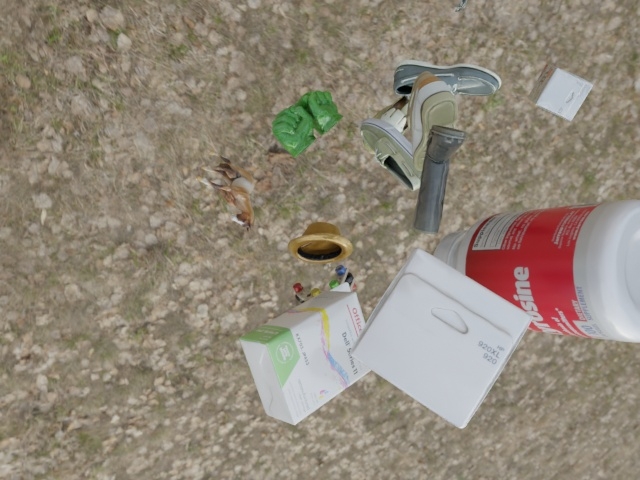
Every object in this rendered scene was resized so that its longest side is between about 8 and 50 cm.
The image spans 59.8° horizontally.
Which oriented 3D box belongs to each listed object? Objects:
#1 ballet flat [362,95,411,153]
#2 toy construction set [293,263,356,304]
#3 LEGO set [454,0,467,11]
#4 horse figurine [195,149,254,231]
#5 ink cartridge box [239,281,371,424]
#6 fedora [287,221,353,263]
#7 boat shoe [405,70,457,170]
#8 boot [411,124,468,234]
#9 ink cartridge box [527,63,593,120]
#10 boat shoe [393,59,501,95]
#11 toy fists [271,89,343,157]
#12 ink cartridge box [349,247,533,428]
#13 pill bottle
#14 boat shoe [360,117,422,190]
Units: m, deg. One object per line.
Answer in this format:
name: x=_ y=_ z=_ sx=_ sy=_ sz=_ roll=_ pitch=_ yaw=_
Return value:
ballet flat: x=0.280 y=-0.434 z=1.905 sx=0.348 sy=0.123 sz=0.123 roll=-43 pitch=131 yaw=-19
toy construction set: x=0.017 y=0.198 z=2.117 sx=0.258 sy=0.237 sz=0.308 roll=0 pitch=119 yaw=1
LEGO set: x=0.377 y=-0.622 z=1.454 sx=0.023 sy=0.054 sz=0.083 roll=39 pitch=79 yaw=2
horse figurine: x=-0.233 y=-0.146 z=1.451 sx=0.175 sy=0.263 sz=0.066 roll=30 pitch=114 yaw=-17
ink cartridge box: x=0.006 y=0.252 z=1.336 sx=0.354 sy=0.119 sz=0.207 roll=-26 pitch=103 yaw=-38
fedora: x=0.000 y=0.000 z=1.622 sx=0.194 sy=0.079 sz=0.194 roll=3 pitch=151 yaw=2
boat shoe: x=0.266 y=-0.280 z=1.336 sx=0.113 sy=0.103 sz=0.302 roll=-17 pitch=155 yaw=-4
boot: x=0.227 y=-0.116 z=1.102 sx=0.076 sy=0.189 sz=0.208 roll=16 pitch=96 yaw=6
ink cartridge box: x=0.765 y=-0.478 z=1.787 sx=0.127 sy=0.176 sz=0.128 roll=25 pitch=113 yaw=0
boat shoe: x=0.374 y=-0.465 z=1.676 sx=0.116 sy=0.320 sz=0.099 roll=72 pitch=34 yaw=-63
toy fists: x=-0.044 y=-0.391 z=1.790 sx=0.142 sy=0.096 sz=0.279 roll=48 pitch=56 yaw=-5
ink cartridge box: x=0.161 y=0.137 z=0.795 sx=0.168 sy=0.171 sz=0.232 roll=-57 pitch=167 yaw=-5
pill bottle: x=0.406 y=0.055 z=1.034 sx=0.229 sy=0.408 sz=0.228 roll=2 pitch=86 yaw=-30
boat shoe: x=0.216 y=-0.266 z=1.688 sx=0.094 sy=0.302 sz=0.109 roll=-35 pitch=150 yaw=-21
